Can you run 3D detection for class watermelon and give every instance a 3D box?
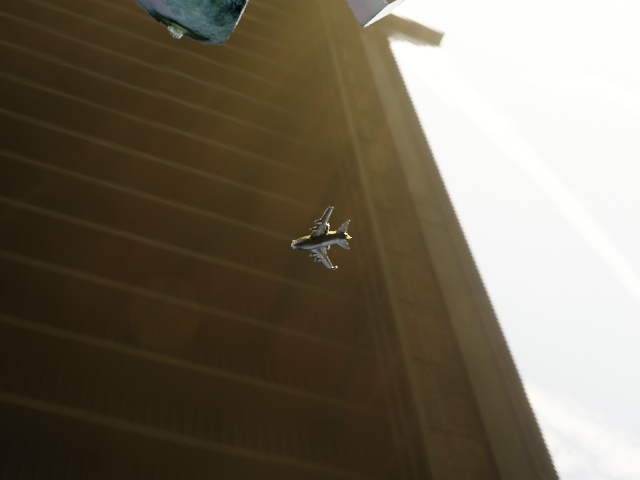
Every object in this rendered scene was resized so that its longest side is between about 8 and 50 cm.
[{"bbox_3d":[-0.203,-0.352,1.161,0.188,0.175,0.322,9,-176,-20],"label":"watermelon"}]

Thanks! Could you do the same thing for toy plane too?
[{"bbox_3d":[0.000,0.000,1.081,0.083,0.078,0.031,-10,-162,-28],"label":"toy plane"}]

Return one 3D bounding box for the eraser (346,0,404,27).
[{"bbox_3d":[0.056,-0.567,1.751,0.086,0.130,0.287,-34,-85,-21],"label":"eraser"}]
